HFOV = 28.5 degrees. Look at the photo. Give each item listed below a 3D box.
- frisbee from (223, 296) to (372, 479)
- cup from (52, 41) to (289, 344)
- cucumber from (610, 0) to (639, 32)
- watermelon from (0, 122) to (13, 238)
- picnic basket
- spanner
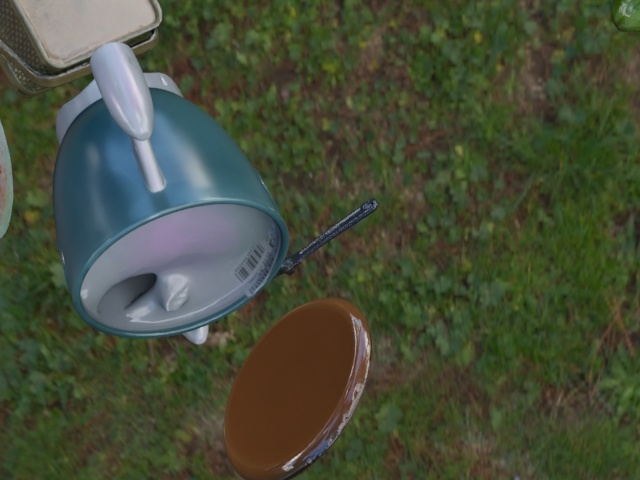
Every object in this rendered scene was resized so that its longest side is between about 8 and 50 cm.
[{"bbox_3d":[-0.034,0.179,1.536,0.251,0.021,0.251,-35,36,30],"label":"frisbee"},{"bbox_3d":[-0.133,-0.038,0.979,0.167,0.300,0.173,-21,56,-11],"label":"cup"},{"bbox_3d":[0.241,-0.193,0.633,0.056,0.056,0.250,41,89,24],"label":"cucumber"},{"bbox_3d":[-0.561,-0.113,1.801,0.175,0.188,0.322,-17,75,9],"label":"watermelon"},{"bbox_3d":[-0.310,-0.305,1.422,0.165,0.139,0.267,-31,96,-28],"label":"picnic basket"},{"bbox_3d":[0.000,0.000,1.847,0.208,0.012,0.046,-36,33,16],"label":"spanner"}]
